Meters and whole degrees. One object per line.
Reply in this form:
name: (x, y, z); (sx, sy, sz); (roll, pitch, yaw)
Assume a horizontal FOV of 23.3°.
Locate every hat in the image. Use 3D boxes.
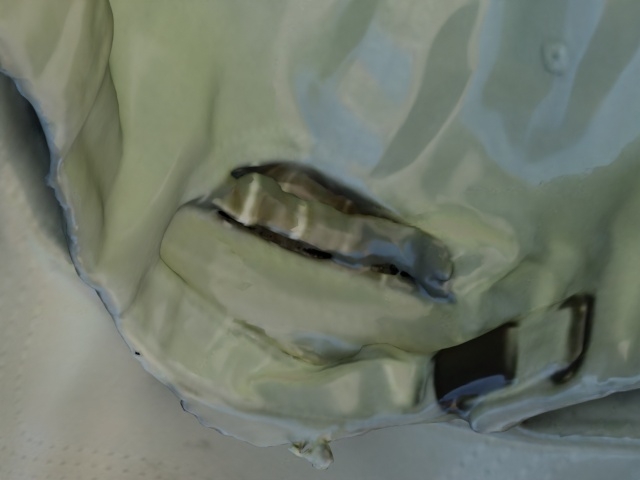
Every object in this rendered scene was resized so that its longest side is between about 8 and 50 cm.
hat: (0.001, 0.001, 0.485); (0.257, 0.301, 0.168); (23, -141, -12)
